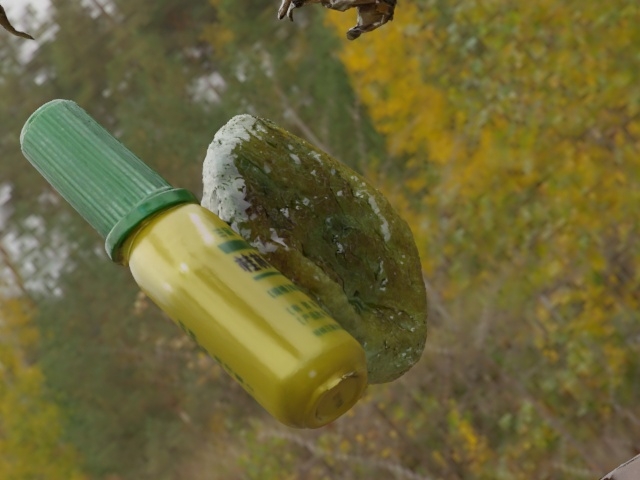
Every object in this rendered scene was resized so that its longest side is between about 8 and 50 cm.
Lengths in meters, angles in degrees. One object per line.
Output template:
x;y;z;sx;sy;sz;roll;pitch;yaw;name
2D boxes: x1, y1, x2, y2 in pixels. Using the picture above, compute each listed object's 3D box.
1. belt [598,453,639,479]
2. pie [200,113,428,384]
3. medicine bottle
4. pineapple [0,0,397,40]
0.280;0.159;0.749;0.338;0.122;0.217;3;-36;-34;belt
0.000;0.000;1.353;0.078;0.277;0.277;-33;5;30;pie
-0.095;0.012;1.061;0.076;0.309;0.111;-49;-19;0;medicine bottle
-0.105;-0.223;0.797;0.271;0.262;0.262;-6;0;-2;pineapple
